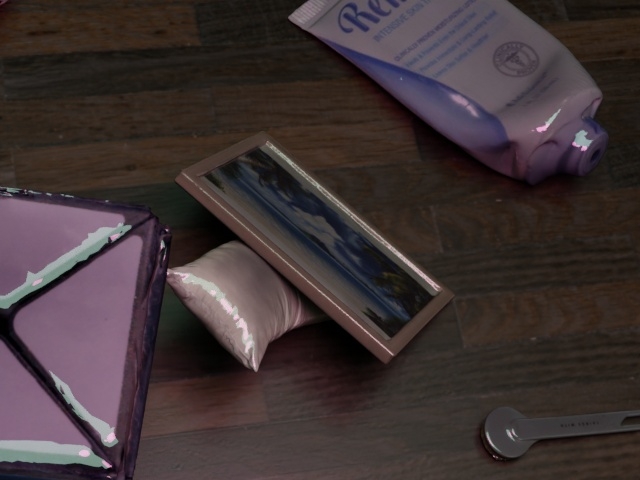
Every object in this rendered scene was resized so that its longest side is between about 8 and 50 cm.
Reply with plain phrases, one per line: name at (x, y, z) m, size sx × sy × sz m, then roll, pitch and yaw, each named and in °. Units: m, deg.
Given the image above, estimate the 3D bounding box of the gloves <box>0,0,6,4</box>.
gloves at (-0.426, -0.360, 1.923) m, size 0.127 × 0.111 × 0.212 m, roll 4°, pitch 37°, yaw -5°

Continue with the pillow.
pillow at (-0.066, 0.062, 1.757) m, size 0.144 × 0.078 × 0.254 m, roll 53°, pitch 25°, yaw 6°

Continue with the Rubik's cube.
Rubik's cube at (-0.322, 0.135, 1.607) m, size 0.305 × 0.307 × 0.310 m, roll 7°, pitch 64°, yaw -6°

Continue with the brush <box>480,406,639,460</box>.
brush at (0.314, 0.220, 1.859) m, size 0.266 × 0.027 × 0.062 m, roll -3°, pitch 67°, yaw -17°

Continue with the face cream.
face cream at (0.188, -0.225, 2.001) m, size 0.420 × 0.137 × 0.235 m, roll 40°, pitch 65°, yaw 20°

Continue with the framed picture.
framed picture at (0.000, 0.000, 1.815) m, size 0.315 × 0.024 × 0.232 m, roll 40°, pitch 26°, yaw 7°
